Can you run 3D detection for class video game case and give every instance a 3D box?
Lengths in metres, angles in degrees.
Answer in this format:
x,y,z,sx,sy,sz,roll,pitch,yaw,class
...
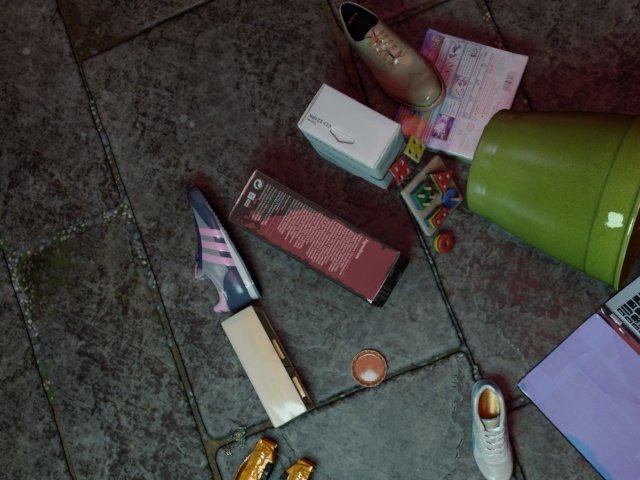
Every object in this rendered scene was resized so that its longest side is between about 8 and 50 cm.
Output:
x,y,z,sx,sy,sz,roll,pitch,yaw,class
0.322,-0.329,1.891,0.244,0.061,0.269,20,87,13,video game case

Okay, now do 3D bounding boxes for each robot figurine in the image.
x,y,z,sx,sy,sz,roll,pitch,yaw,class
-0.134,0.612,1.843,0.211,0.085,0.291,26,87,14,robot figurine

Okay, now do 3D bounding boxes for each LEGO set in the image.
x,y,z,sx,sy,sz,roll,pitch,yaw,class
-0.196,0.469,1.909,0.083,0.023,0.054,-38,75,18,LEGO set

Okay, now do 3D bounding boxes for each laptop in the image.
x,y,z,sx,sy,sz,roll,pitch,yaw,class
0.690,0.301,1.653,0.236,0.408,0.382,-35,75,-30,laptop

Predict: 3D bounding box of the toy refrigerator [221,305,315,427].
x,y,z,sx,sy,sz,roll,pitch,yaw,class
-0.117,0.287,1.874,0.094,0.102,0.269,-30,77,6,toy refrigerator

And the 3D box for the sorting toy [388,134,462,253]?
x,y,z,sx,sy,sz,roll,pitch,yaw,class
0.258,-0.106,1.816,0.132,0.046,0.274,-46,119,-22,sorting toy

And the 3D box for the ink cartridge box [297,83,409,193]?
x,y,z,sx,sy,sz,roll,pitch,yaw,class
0.082,-0.221,1.815,0.197,0.273,0.114,31,89,13,ink cartridge box

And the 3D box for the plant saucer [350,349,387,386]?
x,y,z,sx,sy,sz,roll,pitch,yaw,class
0.112,0.295,1.873,0.083,0.013,0.083,-1,83,11,plant saucer

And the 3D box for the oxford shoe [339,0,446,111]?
x,y,z,sx,sy,sz,roll,pitch,yaw,class
0.150,-0.422,1.860,0.123,0.130,0.348,-47,59,10,oxford shoe

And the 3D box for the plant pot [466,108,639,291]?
x,y,z,sx,sy,sz,roll,pitch,yaw,class
0.511,-0.124,1.703,0.353,0.366,0.366,20,87,24,plant pot

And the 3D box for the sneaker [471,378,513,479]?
x,y,z,sx,sy,sz,roll,pitch,yaw,class
0.369,0.419,1.766,0.087,0.092,0.228,-10,82,8,sneaker

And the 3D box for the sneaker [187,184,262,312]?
x,y,z,sx,sy,sz,roll,pitch,yaw,class
-0.264,0.023,1.934,0.131,0.112,0.319,-30,77,3,sneaker

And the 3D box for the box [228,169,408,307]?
x,y,z,sx,sy,sz,roll,pitch,yaw,class
0.000,0.000,1.846,0.381,0.191,0.143,29,89,14,box
